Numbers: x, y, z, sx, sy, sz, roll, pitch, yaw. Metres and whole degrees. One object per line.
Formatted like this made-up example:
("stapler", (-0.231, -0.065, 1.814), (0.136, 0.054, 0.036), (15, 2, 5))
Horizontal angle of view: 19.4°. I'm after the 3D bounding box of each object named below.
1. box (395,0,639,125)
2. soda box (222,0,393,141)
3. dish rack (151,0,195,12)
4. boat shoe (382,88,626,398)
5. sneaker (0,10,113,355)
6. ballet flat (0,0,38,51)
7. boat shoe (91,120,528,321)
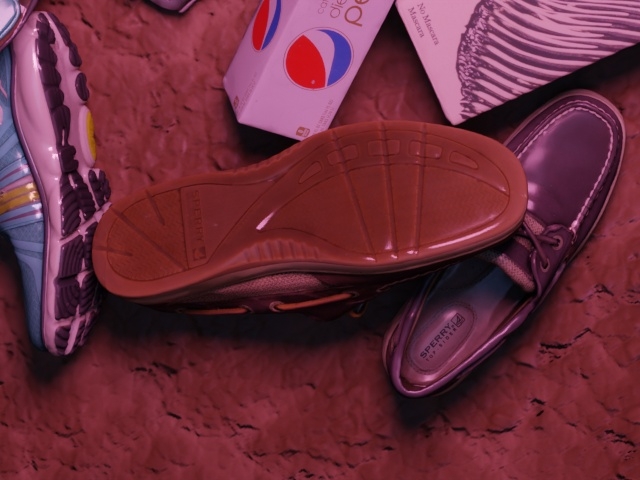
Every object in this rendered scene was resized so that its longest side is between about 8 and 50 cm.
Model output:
("box", (0.201, -0.195, 1.425), (0.275, 0.094, 0.113), (-25, 99, 8))
("soda box", (0.005, -0.183, 1.414), (0.074, 0.069, 0.216), (15, 119, -25))
("dish rack", (-0.089, -0.316, 1.426), (0.271, 0.074, 0.208), (-42, 96, 10))
("boat shoe", (0.146, 0.011, 1.471), (0.103, 0.092, 0.285), (36, 101, -5))
("sneaker", (-0.232, -0.044, 1.488), (0.110, 0.107, 0.275), (-8, 94, 19))
("ballet flat", (-0.235, -0.191, 1.408), (0.074, 0.074, 0.203), (40, 85, -5))
("boat shoe", (0.000, 0.000, 1.458), (0.342, 0.123, 0.123), (-13, 62, 13))
